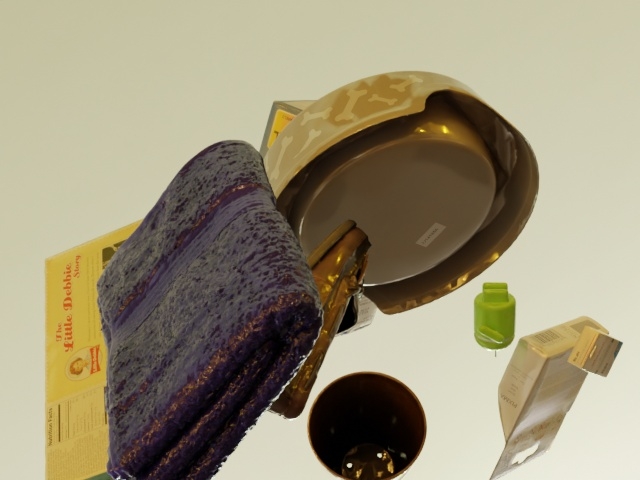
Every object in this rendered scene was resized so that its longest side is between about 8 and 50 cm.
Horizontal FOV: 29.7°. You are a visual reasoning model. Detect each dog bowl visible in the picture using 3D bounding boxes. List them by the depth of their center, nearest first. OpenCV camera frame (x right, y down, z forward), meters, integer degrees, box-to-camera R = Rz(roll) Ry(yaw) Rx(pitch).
[{"bbox_3d":[0.083,-0.055,1.445,0.349,0.102,0.348,-13,-40,-11],"label":"dog bowl"}]

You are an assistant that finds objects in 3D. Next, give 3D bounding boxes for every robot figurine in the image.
[{"bbox_3d":[0.275,0.124,1.902,0.067,0.101,0.115,-1,-66,5],"label":"robot figurine"}]

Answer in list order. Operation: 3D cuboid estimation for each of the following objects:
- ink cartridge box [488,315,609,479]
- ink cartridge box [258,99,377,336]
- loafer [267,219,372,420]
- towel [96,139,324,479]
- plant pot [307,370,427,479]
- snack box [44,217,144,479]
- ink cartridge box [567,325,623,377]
[{"bbox_3d":[0.307,0.223,1.715,0.181,0.056,0.224,-11,-49,-49],"label":"ink cartridge box"},{"bbox_3d":[0.000,0.000,1.774,0.270,0.151,0.395,-12,-59,-61],"label":"ink cartridge box"},{"bbox_3d":[-0.008,0.084,1.265,0.109,0.095,0.302,-53,-3,37],"label":"loafer"},{"bbox_3d":[-0.110,0.055,0.994,0.076,0.308,0.227,29,-73,-26],"label":"towel"},{"bbox_3d":[0.089,0.390,2.262,0.215,0.215,0.230,-31,-27,-14],"label":"plant pot"},{"bbox_3d":[-0.219,0.125,1.363,0.187,0.322,0.060,-21,-39,13],"label":"snack box"},{"bbox_3d":[0.315,0.127,1.392,0.083,0.028,0.048,22,-86,-56],"label":"ink cartridge box"}]
